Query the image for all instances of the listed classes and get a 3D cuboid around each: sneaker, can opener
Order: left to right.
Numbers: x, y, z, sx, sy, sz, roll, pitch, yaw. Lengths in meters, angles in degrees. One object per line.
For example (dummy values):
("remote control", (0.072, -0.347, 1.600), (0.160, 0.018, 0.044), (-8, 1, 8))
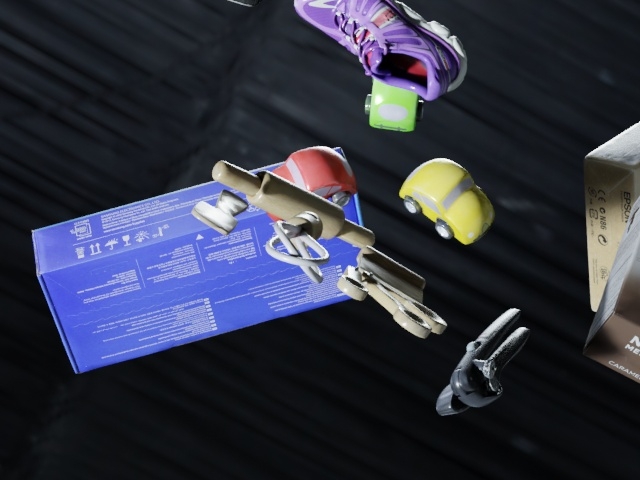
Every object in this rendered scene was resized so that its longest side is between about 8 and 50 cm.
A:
("sneaker", (0.047, -0.179, 1.459), (0.071, 0.170, 0.068), (-44, -21, -46))
("can opener", (0.184, 0.126, 1.837), (0.073, 0.059, 0.186), (-9, 23, 35))

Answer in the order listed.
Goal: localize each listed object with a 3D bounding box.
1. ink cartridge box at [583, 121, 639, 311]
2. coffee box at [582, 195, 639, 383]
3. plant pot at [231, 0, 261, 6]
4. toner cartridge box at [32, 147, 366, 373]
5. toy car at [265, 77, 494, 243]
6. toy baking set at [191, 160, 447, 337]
("ink cartridge box", (0.448, -0.034, 2.271), (0.193, 0.088, 0.235), (-30, -56, -38))
("coffee box", (0.417, 0.050, 1.969), (0.098, 0.141, 0.246), (116, 179, -53))
("plant pot", (-0.111, -0.354, 1.664), (0.188, 0.187, 0.167), (-57, -15, -68))
("toner cartridge box", (-0.124, 0.023, 1.828), (0.075, 0.348, 0.165), (-109, 5, -45))
("toy car", (0.068, -0.112, 1.706), (0.053, 0.239, 0.225), (87, -168, -60))
("toy baking set", (-0.002, -0.002, 1.266), (0.030, 0.256, 0.197), (-58, 30, 9))
